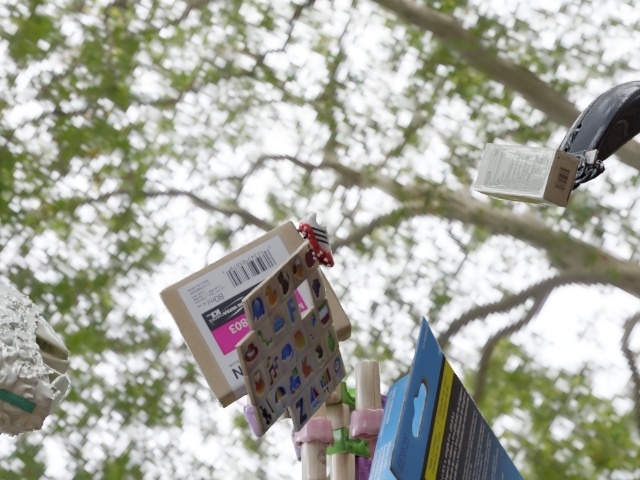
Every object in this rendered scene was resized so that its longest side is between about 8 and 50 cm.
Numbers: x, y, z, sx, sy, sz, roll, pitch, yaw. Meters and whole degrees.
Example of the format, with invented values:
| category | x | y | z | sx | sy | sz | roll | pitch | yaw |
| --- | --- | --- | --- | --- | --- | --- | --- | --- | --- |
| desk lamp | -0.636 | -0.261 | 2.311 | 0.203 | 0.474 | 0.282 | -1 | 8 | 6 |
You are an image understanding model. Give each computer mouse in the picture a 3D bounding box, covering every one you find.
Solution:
| category | x | y | z | sx | sy | sz | roll | pitch | yaw |
| --- | --- | --- | --- | --- | --- | --- | --- | --- | --- |
| computer mouse | 0.412 | -0.166 | 2.055 | 0.272 | 0.188 | 0.072 | -38 | -82 | -25 |

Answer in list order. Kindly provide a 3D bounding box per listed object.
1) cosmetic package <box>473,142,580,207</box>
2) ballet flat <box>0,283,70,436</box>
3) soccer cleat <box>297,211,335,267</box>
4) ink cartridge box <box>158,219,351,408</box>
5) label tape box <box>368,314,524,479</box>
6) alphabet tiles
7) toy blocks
| category | x | y | z | sx | sy | sz | roll | pitch | yaw |
| --- | --- | --- | --- | --- | --- | --- | --- | --- | --- |
| cosmetic package | 0.229 | -0.073 | 1.560 | 0.041 | 0.115 | 0.060 | 19 | -94 | -36 |
| ballet flat | -0.359 | 0.150 | 1.630 | 0.147 | 0.409 | 0.147 | -1 | -81 | -9 |
| soccer cleat | 0.000 | 0.000 | 1.765 | 0.035 | 0.029 | 0.083 | -54 | -52 | -28 |
| ink cartridge box | -0.097 | 0.111 | 2.109 | 0.234 | 0.193 | 0.088 | -29 | -13 | -8 |
| label tape box | 0.131 | 0.294 | 1.711 | 0.334 | 0.106 | 0.241 | 57 | -147 | -33 |
| alphabet tiles | -0.036 | 0.132 | 1.725 | 0.237 | 0.009 | 0.198 | -43 | -56 | -57 |
| toy blocks | 0.031 | 0.370 | 2.335 | 0.288 | 0.309 | 0.260 | 26 | -123 | -55 |
